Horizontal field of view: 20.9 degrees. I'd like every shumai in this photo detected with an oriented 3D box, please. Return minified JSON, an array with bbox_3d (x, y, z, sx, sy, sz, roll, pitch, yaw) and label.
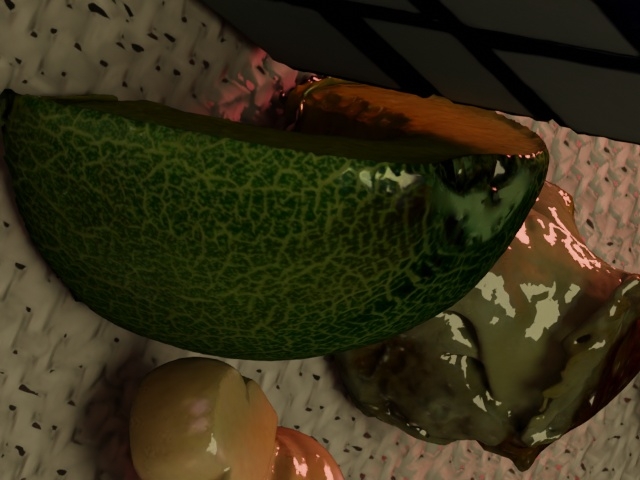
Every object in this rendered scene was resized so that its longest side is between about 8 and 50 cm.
[{"bbox_3d":[0.102,0.040,0.950,0.184,0.142,0.184,-25,122,-48],"label":"shumai"}]

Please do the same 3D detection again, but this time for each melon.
[{"bbox_3d":[0.000,0.000,0.785,0.265,0.169,0.129,-6,109,-49],"label":"melon"}]

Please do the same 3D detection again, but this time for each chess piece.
[{"bbox_3d":[0.002,0.201,0.912,0.117,0.117,0.397,-54,135,-25],"label":"chess piece"}]

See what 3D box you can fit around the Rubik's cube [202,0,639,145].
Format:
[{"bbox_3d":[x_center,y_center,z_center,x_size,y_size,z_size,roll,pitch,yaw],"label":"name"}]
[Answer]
[{"bbox_3d":[0.062,-0.226,0.691,0.283,0.293,0.288,34,74,-49],"label":"Rubik's cube"}]
